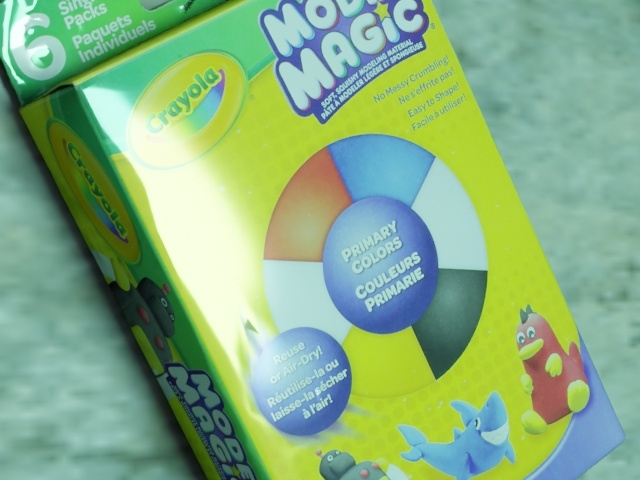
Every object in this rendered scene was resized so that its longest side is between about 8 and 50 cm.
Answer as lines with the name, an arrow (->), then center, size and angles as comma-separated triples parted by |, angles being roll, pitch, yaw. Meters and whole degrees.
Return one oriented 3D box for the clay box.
clay box -> 0.000, 0.000, 0.472 | 0.127, 0.053, 0.222 | -32, 103, -28
